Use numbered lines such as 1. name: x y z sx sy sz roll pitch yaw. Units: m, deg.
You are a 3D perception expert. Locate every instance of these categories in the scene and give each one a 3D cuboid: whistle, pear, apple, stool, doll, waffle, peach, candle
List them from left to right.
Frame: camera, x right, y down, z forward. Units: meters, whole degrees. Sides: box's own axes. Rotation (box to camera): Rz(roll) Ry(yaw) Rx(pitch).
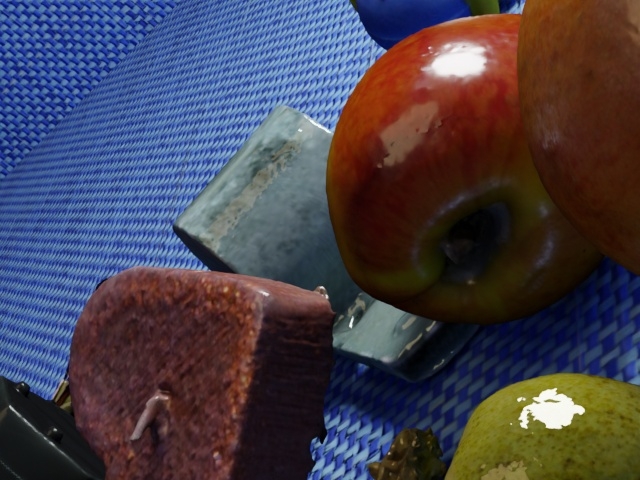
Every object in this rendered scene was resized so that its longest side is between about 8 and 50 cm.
1. stool: -0.296 0.259 1.695 0.141 0.232 0.232 -52 20 -2
2. candle: -0.104 0.143 1.396 0.287 0.131 0.317 -44 51 32
3. whistle: 0.021 0.021 1.545 0.168 0.188 0.405 -49 53 -8
4. waffle: 0.077 0.213 1.203 0.149 0.051 0.194 -49 20 7
5. doll: 0.175 -0.304 1.797 0.311 0.160 0.242 0 37 36
6. peach: 0.128 -0.062 1.298 0.281 0.238 0.281 -46 18 20
7. pear: 0.163 0.172 0.913 0.197 0.197 0.197 -43 22 22
8. apple: 0.269 -0.107 0.980 0.299 0.299 0.275 -53 -9 -5

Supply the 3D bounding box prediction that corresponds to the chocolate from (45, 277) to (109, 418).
1. chocolate: -0.297 0.207 1.911 0.343 0.126 0.148 -56 7 -11
